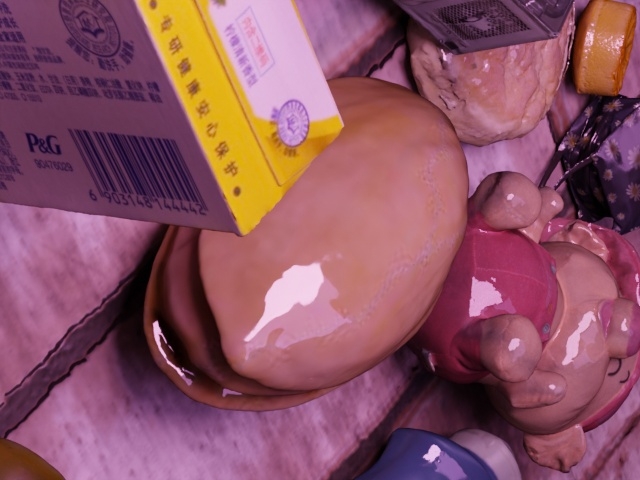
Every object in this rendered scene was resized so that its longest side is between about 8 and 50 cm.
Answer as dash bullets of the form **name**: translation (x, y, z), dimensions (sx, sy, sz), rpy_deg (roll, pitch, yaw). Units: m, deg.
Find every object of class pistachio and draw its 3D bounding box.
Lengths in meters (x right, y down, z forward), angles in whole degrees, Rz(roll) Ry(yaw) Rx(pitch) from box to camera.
- **pistachio**: translation (0.000, 0.000, 1.282), dimensions (0.181, 0.162, 0.293), rpy_deg (50, 56, -9)

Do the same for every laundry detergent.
- **laundry detergent**: translation (0.053, 0.228, 1.438), dimensions (0.290, 0.094, 0.143), rpy_deg (-36, 117, -42)

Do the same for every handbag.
- **handbag**: translation (0.230, -0.050, 1.606), dimensions (0.139, 0.072, 0.115), rpy_deg (-34, 123, -25)

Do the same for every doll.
- **doll**: translation (0.171, 0.062, 1.489), dimensions (0.256, 0.152, 0.196), rpy_deg (34, 85, -50)

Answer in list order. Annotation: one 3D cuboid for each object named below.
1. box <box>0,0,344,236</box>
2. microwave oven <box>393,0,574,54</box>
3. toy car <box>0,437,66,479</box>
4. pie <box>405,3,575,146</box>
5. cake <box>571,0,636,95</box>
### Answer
- **box**: translation (-0.134, -0.106, 1.033), dimensions (0.097, 0.265, 0.168), rpy_deg (-47, 126, -35)
- **microwave oven**: translation (0.091, -0.248, 1.328), dimensions (0.208, 0.122, 0.162), rpy_deg (37, 68, -28)
- **toy car**: translation (-0.219, 0.213, 1.044), dimensions (0.248, 0.198, 0.204), rpy_deg (-30, 118, -42)
- **pie**: translation (0.148, -0.175, 1.493), dimensions (0.185, 0.052, 0.218), rpy_deg (40, 65, -41)
- **cake**: translation (0.235, -0.161, 1.582), dimensions (0.084, 0.044, 0.084), rpy_deg (11, 90, -76)
